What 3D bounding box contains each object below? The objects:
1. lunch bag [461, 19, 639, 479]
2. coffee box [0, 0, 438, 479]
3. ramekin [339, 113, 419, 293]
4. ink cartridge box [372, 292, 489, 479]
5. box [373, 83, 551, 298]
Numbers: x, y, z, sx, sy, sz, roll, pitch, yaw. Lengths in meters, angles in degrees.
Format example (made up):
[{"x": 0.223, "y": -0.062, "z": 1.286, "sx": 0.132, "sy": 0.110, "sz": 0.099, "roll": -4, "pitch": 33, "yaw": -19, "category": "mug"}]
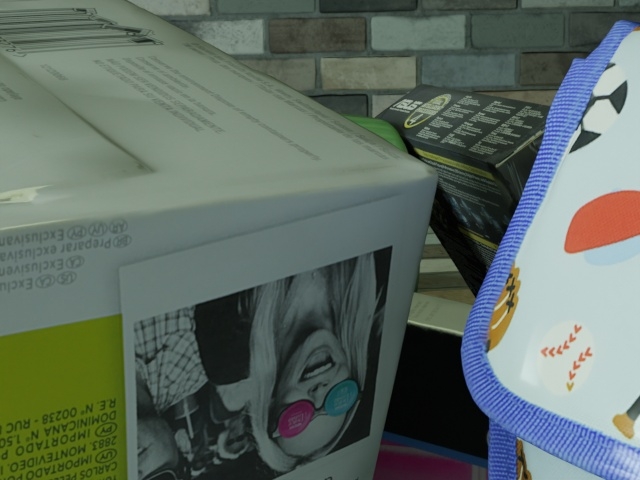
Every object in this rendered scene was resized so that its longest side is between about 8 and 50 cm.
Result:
[{"x": 0.231, "y": 0.105, "z": 0.390, "sx": 0.238, "sy": 0.386, "sz": 0.327, "roll": -9, "pitch": 15, "yaw": -36, "category": "lunch bag"}, {"x": -0.197, "y": 0.069, "z": 0.574, "sx": 0.338, "sy": 0.335, "sz": 0.337, "roll": -11, "pitch": 31, "yaw": -36, "category": "coffee box"}, {"x": 0.000, "y": 0.000, "z": 1.135, "sx": 0.148, "sy": 0.304, "sz": 0.303, "roll": 0, "pitch": 11, "yaw": -14, "category": "ramekin"}, {"x": -0.002, "y": 0.113, "z": 0.753, "sx": 0.370, "sy": 0.176, "sz": 0.069, "roll": 13, "pitch": 20, "yaw": 21, "category": "ink cartridge box"}, {"x": 0.215, "y": -0.001, "z": 1.094, "sx": 0.097, "sy": 0.318, "sz": 0.395, "roll": -38, "pitch": 17, "yaw": -4, "category": "box"}]
